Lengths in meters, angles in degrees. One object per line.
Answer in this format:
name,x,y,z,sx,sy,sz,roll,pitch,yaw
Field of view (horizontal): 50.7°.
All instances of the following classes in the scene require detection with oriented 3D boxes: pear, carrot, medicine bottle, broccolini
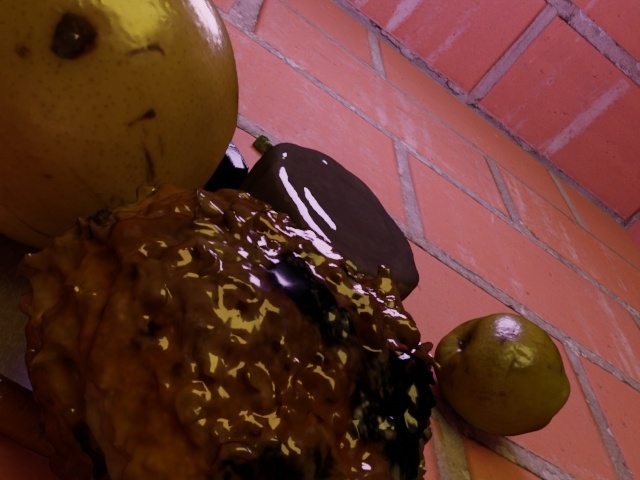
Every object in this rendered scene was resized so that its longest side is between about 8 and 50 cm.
pear,0.279,0.207,1.051,0.200,0.200,0.200,32,29,-20
carrot,-0.259,0.145,0.572,0.139,0.048,0.048,37,27,-16
medicine bottle,-0.235,-0.149,1.003,0.258,0.079,0.124,18,35,-38
pear,-0.248,-0.157,0.708,0.348,0.348,0.348,32,29,-20
broccolini,-0.017,-0.116,1.274,0.254,0.057,0.071,44,-16,-2

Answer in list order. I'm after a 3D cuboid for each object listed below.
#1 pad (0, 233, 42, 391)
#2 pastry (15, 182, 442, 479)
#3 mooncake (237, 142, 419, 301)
pad,-0.309,0.068,0.669,0.176,0.002,0.266,31,29,-21
pastry,-0.055,0.145,0.575,0.405,0.292,0.337,38,34,-47
mooncake,0.000,0.000,1.013,0.306,0.154,0.306,31,30,-20
